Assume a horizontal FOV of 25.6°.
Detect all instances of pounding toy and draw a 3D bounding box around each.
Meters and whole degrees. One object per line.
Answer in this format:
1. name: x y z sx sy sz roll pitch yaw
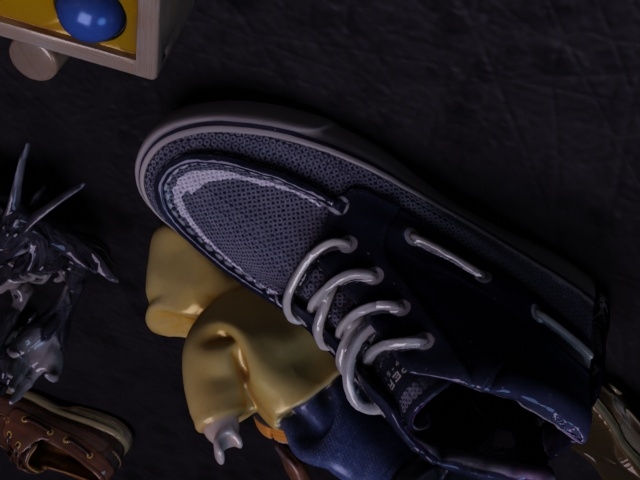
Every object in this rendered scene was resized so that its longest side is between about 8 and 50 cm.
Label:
1. pounding toy: -0.165 -0.152 0.788 0.181 0.094 0.206 16 140 5

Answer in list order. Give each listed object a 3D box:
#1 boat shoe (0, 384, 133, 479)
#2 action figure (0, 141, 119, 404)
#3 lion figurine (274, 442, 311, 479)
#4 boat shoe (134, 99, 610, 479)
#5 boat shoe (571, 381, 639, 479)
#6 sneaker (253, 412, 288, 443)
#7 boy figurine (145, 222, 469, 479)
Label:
1. boat shoe: -0.264 0.179 1.290 0.178 0.060 0.064 13 140 12
2. action figure: -0.254 0.044 1.070 0.164 0.141 0.276 29 144 -7
3. lion figurine: 0.119 0.316 1.149 0.392 0.142 0.240 20 117 4
4. boat shoe: 0.031 0.034 0.889 0.340 0.158 0.127 22 124 -5
5. boat shoe: 0.218 0.139 1.042 0.153 0.048 0.056 47 147 -19
6. sneaker: 0.027 0.112 1.063 0.215 0.084 0.083 -4 130 29
7. boy figurine: -0.028 0.091 0.984 0.285 0.177 0.092 35 138 23
